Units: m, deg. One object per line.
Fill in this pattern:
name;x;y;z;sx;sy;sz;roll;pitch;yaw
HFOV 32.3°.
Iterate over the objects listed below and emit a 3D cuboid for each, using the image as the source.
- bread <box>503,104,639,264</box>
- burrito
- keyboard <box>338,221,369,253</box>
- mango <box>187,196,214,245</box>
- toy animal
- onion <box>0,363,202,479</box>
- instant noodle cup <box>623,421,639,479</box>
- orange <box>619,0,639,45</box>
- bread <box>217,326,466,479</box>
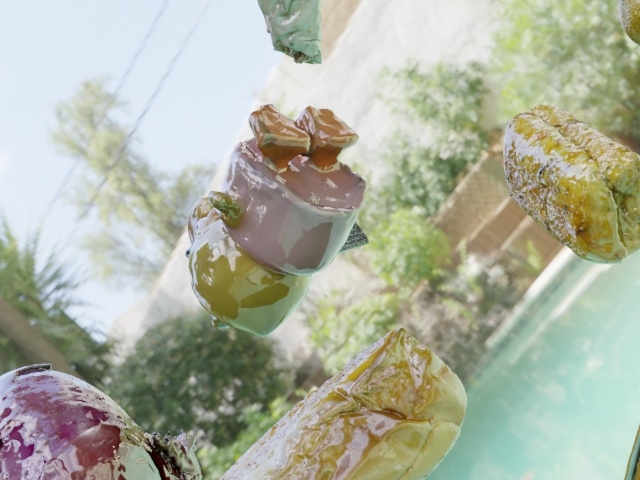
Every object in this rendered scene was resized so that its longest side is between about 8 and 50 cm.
bread;0.247;-0.057;1.082;0.083;0.113;0.211;-16;22;-8
burrito;-0.057;-0.476;1.823;0.076;0.117;0.392;-101;6;-62
keyboard;0.000;0.000;1.784;0.204;0.061;0.013;-16;-23;-47
mango;-0.183;-0.019;1.790;0.060;0.080;0.114;-19;-43;-20
toy animal;-0.058;-0.007;1.238;0.195;0.169;0.281;-3;-38;-43
onion;-0.250;0.296;1.207;0.286;0.347;0.347;-16;-24;-26
instant noodle cup;0.324;0.150;0.755;0.216;0.172;0.215;-33;-48;-45
orange;0.350;-0.235;1.128;0.085;0.095;0.085;-32;43;35
bread;0.013;0.225;1.117;0.294;0.132;0.167;-44;9;-22
